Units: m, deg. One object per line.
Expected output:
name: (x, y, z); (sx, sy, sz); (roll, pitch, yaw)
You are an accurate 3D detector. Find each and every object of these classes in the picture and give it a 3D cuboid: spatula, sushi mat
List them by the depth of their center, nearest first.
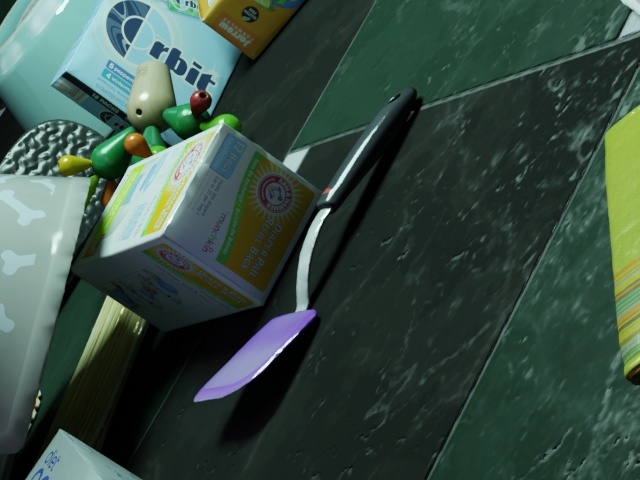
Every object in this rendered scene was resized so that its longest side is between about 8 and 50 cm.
spatula: (0.000, 0.000, 1.403); (0.084, 0.030, 0.296); (-15, 42, 61)
sushi mat: (-0.189, 0.099, 1.709); (0.151, 0.019, 0.316); (-37, 25, 43)

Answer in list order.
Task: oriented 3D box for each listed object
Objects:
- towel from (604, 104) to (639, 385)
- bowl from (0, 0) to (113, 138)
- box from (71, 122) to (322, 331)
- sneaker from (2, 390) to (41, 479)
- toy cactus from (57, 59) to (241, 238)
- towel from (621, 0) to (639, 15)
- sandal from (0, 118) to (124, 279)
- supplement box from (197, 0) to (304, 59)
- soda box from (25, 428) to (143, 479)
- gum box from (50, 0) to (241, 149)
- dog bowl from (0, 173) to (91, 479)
towel: (0.195, -0.021, 0.985); (0.102, 0.021, 0.237); (-39, 22, 26)
bowl: (-0.308, -0.255, 2.407); (0.311, 0.163, 0.311); (-47, 21, 23)
box: (-0.104, -0.007, 1.555); (0.203, 0.103, 0.114); (-17, 42, 62)
sneaker: (-0.332, 0.185, 1.813); (0.084, 0.083, 0.215); (-44, 19, 32)
toy cactus: (-0.173, -0.098, 1.831); (0.219, 0.112, 0.180); (-33, 44, 34)
towel: (0.257, -0.211, 1.149); (0.197, 0.029, 0.144); (-51, 18, 10)
sandal: (-0.359, 0.073, 2.019); (0.446, 0.167, 0.107); (-52, -8, -18)
supplement box: (-0.025, -0.298, 1.921); (0.233, 0.078, 0.080); (-49, 22, 19)
soda box: (-0.143, 0.216, 1.276); (0.098, 0.091, 0.286); (-56, 18, -4)
gum box: (-0.172, -0.189, 1.960); (0.041, 0.157, 0.184); (-31, 30, 51)
dog bowl: (-0.288, 0.100, 1.625); (0.349, 0.102, 0.349); (-166, 90, -81)
